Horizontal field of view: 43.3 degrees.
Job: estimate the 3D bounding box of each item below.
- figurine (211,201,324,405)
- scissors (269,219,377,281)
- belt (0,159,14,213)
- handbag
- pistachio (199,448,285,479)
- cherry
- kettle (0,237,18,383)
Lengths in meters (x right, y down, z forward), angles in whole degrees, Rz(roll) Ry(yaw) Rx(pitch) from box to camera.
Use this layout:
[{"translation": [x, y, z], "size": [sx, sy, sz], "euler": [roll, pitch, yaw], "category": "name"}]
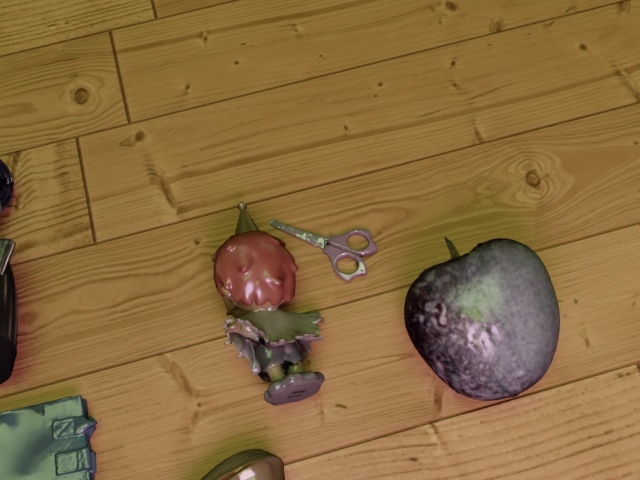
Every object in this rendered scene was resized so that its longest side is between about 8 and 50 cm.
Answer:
[{"translation": [-0.111, 0.097, 1.422], "size": [0.207, 0.166, 0.387], "euler": [-4, 58, -37], "category": "figurine"}, {"translation": [0.000, 0.000, 1.525], "size": [0.212, 0.021, 0.110], "euler": [22, 66, 11], "category": "scissors"}, {"translation": [-0.660, -0.090, 1.482], "size": [0.126, 0.230, 0.139], "euler": [-4, 103, 12], "category": "belt"}, {"translation": [-0.454, 0.385, 1.348], "size": [0.179, 0.062, 0.229], "euler": [-12, 66, -7], "category": "handbag"}, {"translation": [-0.138, 0.408, 1.289], "size": [0.185, 0.124, 0.124], "euler": [-31, 68, -14], "category": "pistachio"}, {"translation": [0.273, 0.123, 1.357], "size": [0.255, 0.218, 0.296], "euler": [-22, 80, -12], "category": "cherry"}, {"translation": [-0.638, 0.111, 1.427], "size": [0.207, 0.251, 0.271], "euler": [14, 53, -26], "category": "kettle"}]
